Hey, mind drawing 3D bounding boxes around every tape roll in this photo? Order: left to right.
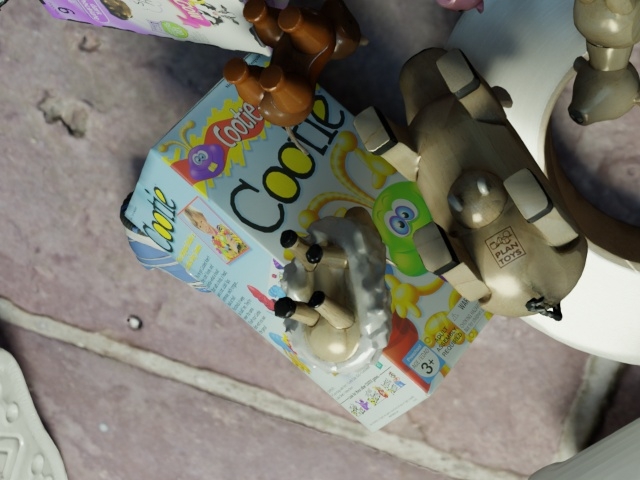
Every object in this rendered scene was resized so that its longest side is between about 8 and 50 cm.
[{"bbox_3d":[0.277,-0.079,0.992,0.392,0.072,0.392,6,117,13],"label":"tape roll"}]

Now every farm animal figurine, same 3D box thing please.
[{"bbox_3d":[0.117,-0.089,0.887,0.330,0.172,0.327,-16,69,23],"label":"farm animal figurine"}]

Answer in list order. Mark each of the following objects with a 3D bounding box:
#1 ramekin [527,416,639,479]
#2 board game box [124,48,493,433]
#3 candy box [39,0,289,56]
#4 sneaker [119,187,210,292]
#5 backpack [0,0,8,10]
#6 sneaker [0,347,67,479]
[{"bbox_3d":[0.307,0.274,1.051,0.135,0.277,0.277,-41,100,21],"label":"ramekin"},{"bbox_3d":[0.000,0.000,1.020,0.275,0.142,0.144,41,154,1],"label":"board game box"},{"bbox_3d":[-0.135,-0.217,0.937,0.196,0.070,0.165,13,164,18],"label":"candy box"},{"bbox_3d":[-0.073,0.006,1.140,0.211,0.080,0.081,15,142,8],"label":"sneaker"},{"bbox_3d":[-0.330,-0.259,0.964,0.191,0.253,0.225,-21,110,24],"label":"backpack"},{"bbox_3d":[-0.403,0.223,1.313,0.236,0.130,0.323,6,123,23],"label":"sneaker"}]
